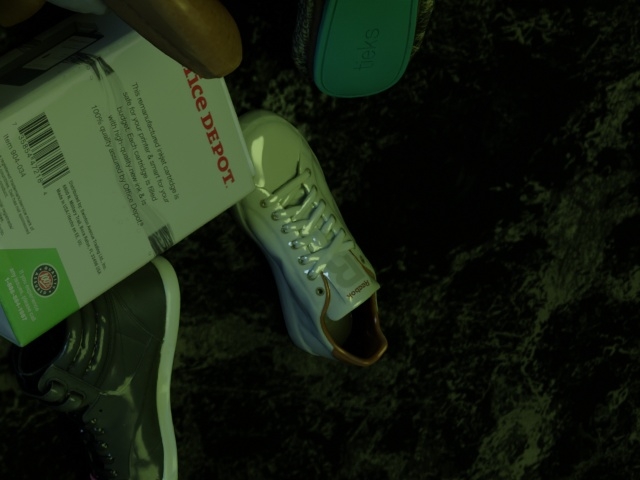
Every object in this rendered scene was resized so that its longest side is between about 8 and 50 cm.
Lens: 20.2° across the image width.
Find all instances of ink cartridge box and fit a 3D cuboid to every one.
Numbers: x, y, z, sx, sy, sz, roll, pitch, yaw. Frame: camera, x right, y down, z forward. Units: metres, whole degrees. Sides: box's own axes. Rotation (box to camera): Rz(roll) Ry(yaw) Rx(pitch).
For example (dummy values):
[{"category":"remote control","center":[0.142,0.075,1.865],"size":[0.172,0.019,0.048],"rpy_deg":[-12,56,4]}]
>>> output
[{"category":"ink cartridge box","center":[-0.212,-0.070,1.566],"size":[0.273,0.115,0.198],"rpy_deg":[-35,124,-27]}]

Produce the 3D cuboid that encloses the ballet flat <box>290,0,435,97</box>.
[{"category":"ballet flat","center":[0.050,-0.300,1.557],"size":[0.164,0.483,0.182],"rpy_deg":[-4,69,-11]}]

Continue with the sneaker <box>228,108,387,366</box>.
[{"category":"sneaker","center":[0.000,0.000,1.768],"size":[0.106,0.123,0.290],"rpy_deg":[-39,124,-23]}]

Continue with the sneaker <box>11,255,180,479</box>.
[{"category":"sneaker","center":[-0.213,0.162,1.652],"size":[0.147,0.104,0.296],"rpy_deg":[-3,99,-38]}]

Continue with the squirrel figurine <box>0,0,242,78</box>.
[{"category":"squirrel figurine","center":[-0.153,-0.390,1.423],"size":[0.370,0.281,0.397],"rpy_deg":[-55,134,-22]}]
